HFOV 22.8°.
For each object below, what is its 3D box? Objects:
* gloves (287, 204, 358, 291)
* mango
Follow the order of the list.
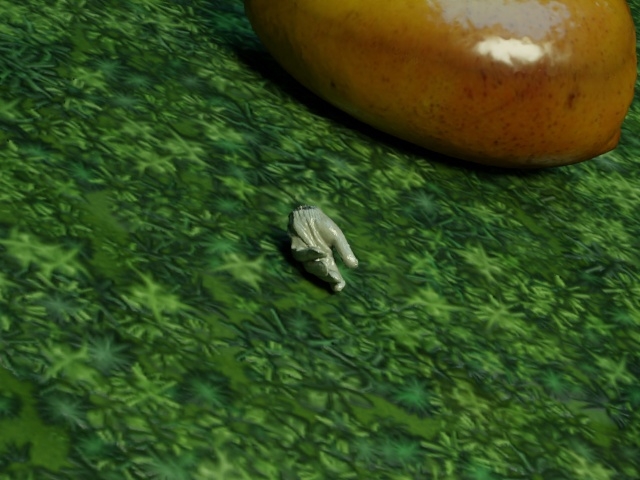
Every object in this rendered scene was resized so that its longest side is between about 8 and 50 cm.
[{"bbox_3d":[0.000,0.002,1.145,0.044,0.037,0.081,-12,50,-11],"label":"gloves"},{"bbox_3d":[0.106,-0.177,1.383,0.350,0.201,0.199,13,1,-7],"label":"mango"}]
